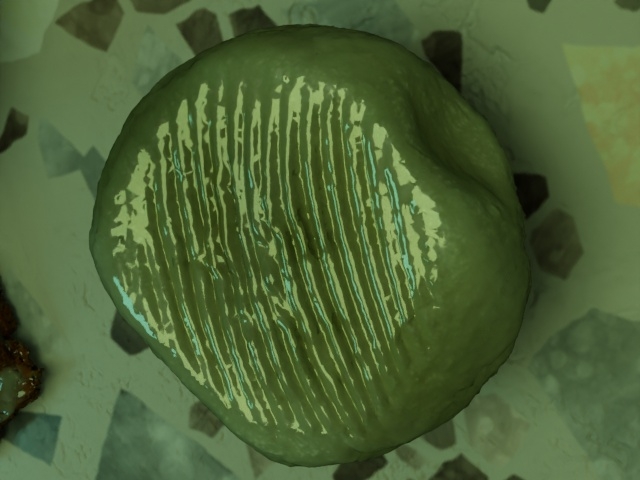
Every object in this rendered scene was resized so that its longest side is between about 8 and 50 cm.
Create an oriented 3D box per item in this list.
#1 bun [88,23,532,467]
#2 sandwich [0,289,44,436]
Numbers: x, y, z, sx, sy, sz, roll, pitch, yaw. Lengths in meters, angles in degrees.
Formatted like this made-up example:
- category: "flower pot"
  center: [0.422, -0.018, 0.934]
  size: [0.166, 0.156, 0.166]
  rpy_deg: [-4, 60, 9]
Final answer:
- category: "bun"
  center: [0.000, 0.000, 1.477]
  size: [0.353, 0.227, 0.348]
  rpy_deg: [-9, 93, 20]
- category: "sandwich"
  center: [-0.363, 0.133, 1.721]
  size: [0.159, 0.079, 0.235]
  rpy_deg: [45, 110, 12]
